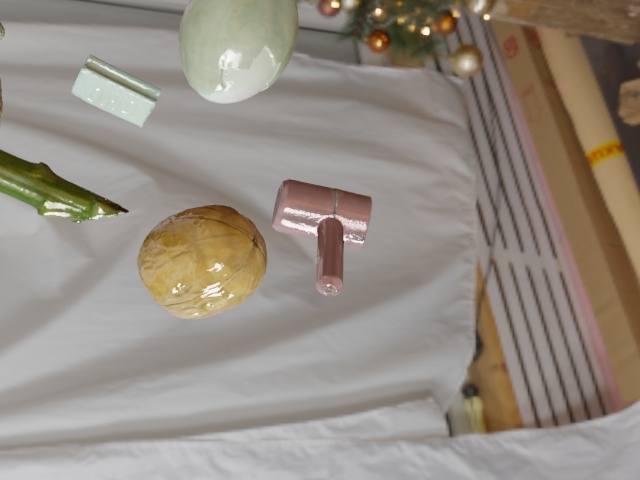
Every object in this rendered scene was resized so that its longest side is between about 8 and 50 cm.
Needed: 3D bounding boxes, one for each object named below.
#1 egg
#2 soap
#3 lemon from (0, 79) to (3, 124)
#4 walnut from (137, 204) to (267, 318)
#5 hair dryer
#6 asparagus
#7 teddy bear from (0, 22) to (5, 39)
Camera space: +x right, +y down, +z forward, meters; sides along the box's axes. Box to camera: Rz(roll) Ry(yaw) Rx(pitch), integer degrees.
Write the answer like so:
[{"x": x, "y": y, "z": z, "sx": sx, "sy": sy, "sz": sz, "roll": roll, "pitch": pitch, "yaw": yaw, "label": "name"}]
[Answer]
[{"x": -0.202, "y": -0.478, "z": 2.116, "sx": 0.336, "sy": 0.278, "sz": 0.278, "roll": -65, "pitch": 14, "yaw": -14, "label": "egg"}, {"x": -0.509, "y": -0.369, "z": 2.201, "sx": 0.114, "sy": 0.198, "sz": 0.063, "roll": -46, "pitch": 25, "yaw": 49, "label": "soap"}, {"x": -0.553, "y": -0.184, "z": 1.140, "sx": 0.293, "sy": 0.293, "sz": 0.293, "roll": -177, "pitch": 90, "yaw": -71, "label": "lemon"}, {"x": -0.170, "y": 0.030, "z": 1.293, "sx": 0.197, "sy": 0.165, "sz": 0.165, "roll": -27, "pitch": 54, "yaw": 29, "label": "walnut"}, {"x": 0.000, "y": 0.000, "z": 1.914, "sx": 0.352, "sy": 0.210, "sz": 0.125, "roll": -88, "pitch": 13, "yaw": -57, "label": "hair dryer"}, {"x": -0.505, "y": -0.098, "z": 1.550, "sx": 0.085, "sy": 0.343, "sz": 0.082, "roll": -63, "pitch": 11, "yaw": 14, "label": "asparagus"}, {"x": -0.836, "y": -0.503, "z": 2.021, "sx": 0.111, "sy": 0.213, "sz": 0.133, "roll": -37, "pitch": 19, "yaw": 27, "label": "teddy bear"}]
